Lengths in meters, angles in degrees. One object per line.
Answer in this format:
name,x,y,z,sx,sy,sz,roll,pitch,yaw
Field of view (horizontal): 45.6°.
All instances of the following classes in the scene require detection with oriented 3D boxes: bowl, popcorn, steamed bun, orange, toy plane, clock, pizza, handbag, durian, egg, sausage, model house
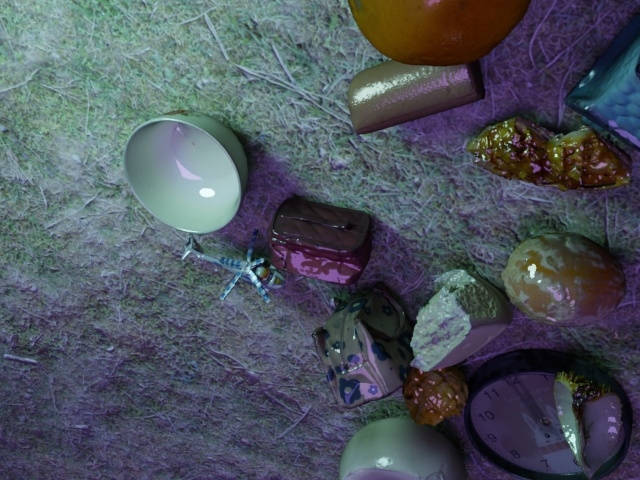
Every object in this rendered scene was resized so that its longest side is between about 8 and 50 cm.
bowl,-0.272,-0.164,1.646,0.277,0.145,0.277,10,127,14
popcorn,0.260,0.350,1.792,0.170,0.180,0.180,12,128,-4
steamed bun,0.209,0.589,1.936,0.324,0.206,0.324,11,128,14
orange,0.187,-0.421,1.190,0.312,0.312,0.312,10,126,15
toy plane,-0.205,0.072,1.799,0.273,0.181,0.107,-4,153,25
clock,0.525,0.423,1.780,0.386,0.076,0.386,10,126,14
pizza,0.414,-0.147,1.396,0.306,0.085,0.161,16,156,24
handbag,0.099,0.228,1.715,0.190,0.251,0.193,-24,102,26
handbag,0.000,0.000,1.653,0.225,0.146,0.135,14,132,11
steamed bun,0.276,0.171,1.643,0.225,0.200,0.170,-50,60,38
durian,0.563,0.376,1.598,0.144,0.139,0.252,1,122,16
egg,0.474,0.076,1.489,0.233,0.195,0.194,1,123,19
sausage,0.169,-0.283,1.403,0.253,0.123,0.123,-13,117,28
model house,0.611,-0.210,1.218,0.360,0.297,0.339,33,164,-1
